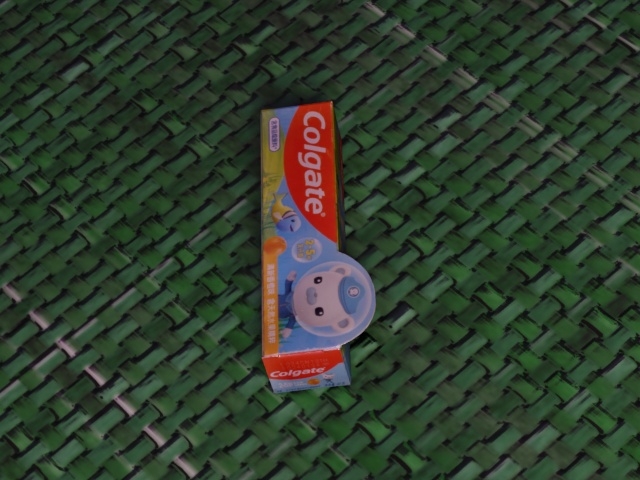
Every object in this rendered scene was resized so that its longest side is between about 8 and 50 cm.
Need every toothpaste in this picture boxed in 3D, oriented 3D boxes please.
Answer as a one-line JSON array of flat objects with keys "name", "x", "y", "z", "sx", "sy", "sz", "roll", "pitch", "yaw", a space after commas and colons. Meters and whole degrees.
[{"name": "toothpaste", "x": 0.000, "y": 0.000, "z": 1.232, "sx": 0.070, "sy": 0.044, "sz": 0.193, "roll": -7, "pitch": 53, "yaw": 7}]
